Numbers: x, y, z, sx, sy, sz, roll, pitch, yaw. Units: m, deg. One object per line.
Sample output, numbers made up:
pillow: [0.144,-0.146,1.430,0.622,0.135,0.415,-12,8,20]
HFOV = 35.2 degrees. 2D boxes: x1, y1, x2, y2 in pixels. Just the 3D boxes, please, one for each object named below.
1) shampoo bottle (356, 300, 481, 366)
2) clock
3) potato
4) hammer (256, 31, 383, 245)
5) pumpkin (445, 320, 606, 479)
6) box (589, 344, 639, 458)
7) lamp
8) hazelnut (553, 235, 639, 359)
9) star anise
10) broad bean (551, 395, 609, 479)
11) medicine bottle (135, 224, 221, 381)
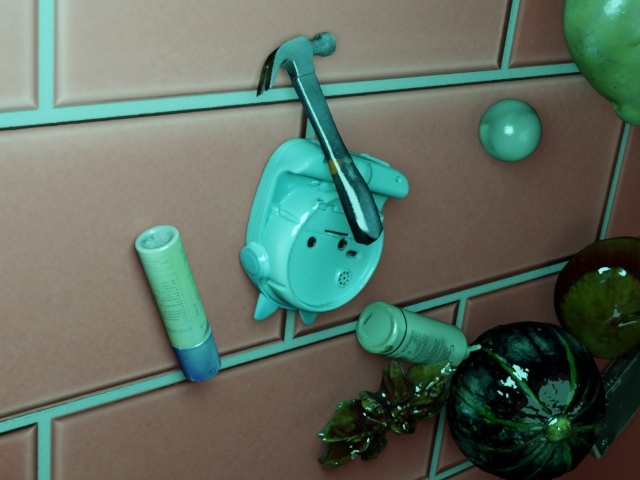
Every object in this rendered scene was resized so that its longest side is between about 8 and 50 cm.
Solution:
shampoo bottle: [0.171,0.168,1.700,0.262,0.085,0.085,21,96,-47]
clock: [0.000,0.000,1.450,0.223,0.094,0.274,8,104,-43]
potato: [0.538,-0.350,1.673,0.326,0.221,0.243,43,70,-35]
hammer: [0.010,-0.128,1.328,0.137,0.037,0.290,-22,91,-37]
pumpkin: [0.382,0.300,1.834,0.315,0.238,0.315,-7,115,-16]
box: [0.678,0.348,2.283,0.270,0.045,0.211,-46,136,-15]
lamp: [0.308,-0.178,1.635,0.105,0.105,0.105,-20,123,-34]
hazelnut: [0.557,0.105,1.954,0.217,0.217,0.251,-19,132,-35]
star anise: [0.108,0.285,1.671,0.288,0.088,0.288,-23,144,-18]
broad bean: [0.505,0.443,2.157,0.144,0.049,0.292,14,109,-30]
medicine bottle: [-0.187,0.088,1.349,0.059,0.059,0.231,-33,130,-26]
